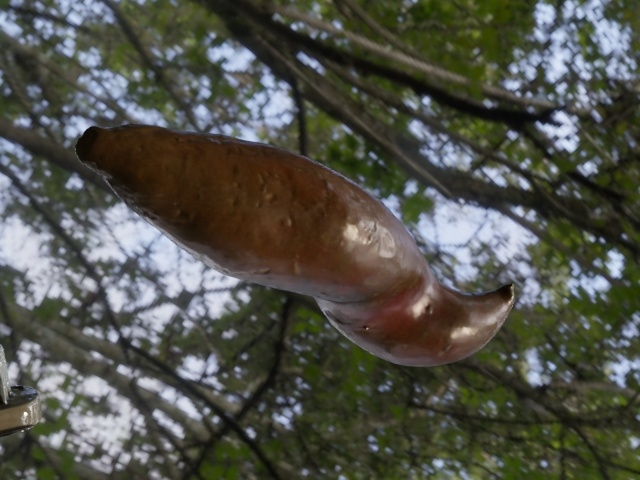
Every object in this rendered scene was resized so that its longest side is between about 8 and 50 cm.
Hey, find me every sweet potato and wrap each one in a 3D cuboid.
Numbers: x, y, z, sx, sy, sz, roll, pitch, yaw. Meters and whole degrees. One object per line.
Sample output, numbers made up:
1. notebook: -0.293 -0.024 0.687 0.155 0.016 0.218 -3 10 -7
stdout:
1. sweet potato: -0.001 0.002 0.486 0.055 0.202 0.058 -61 -147 -1

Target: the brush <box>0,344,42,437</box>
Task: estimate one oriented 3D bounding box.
1. brush: -0.314 0.108 0.702 0.070 0.327 0.065 7 -74 57
